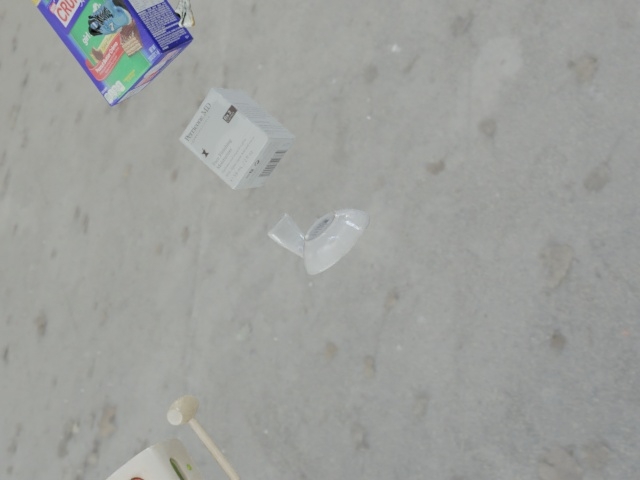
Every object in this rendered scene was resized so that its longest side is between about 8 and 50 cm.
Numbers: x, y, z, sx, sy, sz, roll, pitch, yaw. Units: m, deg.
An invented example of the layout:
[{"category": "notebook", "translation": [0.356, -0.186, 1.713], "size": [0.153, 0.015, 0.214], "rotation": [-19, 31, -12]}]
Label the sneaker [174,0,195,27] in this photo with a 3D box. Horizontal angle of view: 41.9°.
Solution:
[{"category": "sneaker", "translation": [-0.274, -0.461, 1.654], "size": [0.032, 0.037, 0.083], "rotation": [93, 165, -76]}]

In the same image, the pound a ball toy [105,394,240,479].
[{"category": "pound a ball toy", "translation": [-0.244, 0.464, 1.480], "size": [0.208, 0.135, 0.319], "rotation": [-39, 77, 19]}]

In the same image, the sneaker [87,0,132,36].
[{"category": "sneaker", "translation": [-0.438, -0.453, 1.718], "size": [0.063, 0.073, 0.162], "rotation": [59, 155, -6]}]

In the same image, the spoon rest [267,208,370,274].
[{"category": "spoon rest", "translation": [0.000, 0.000, 1.426], "size": [0.137, 0.084, 0.276], "rotation": [-48, 20, -14]}]

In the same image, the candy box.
[{"category": "candy box", "translation": [-0.488, -0.520, 1.951], "size": [0.268, 0.122, 0.317], "rotation": [-29, 98, 45]}]

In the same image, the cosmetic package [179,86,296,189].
[{"category": "cosmetic package", "translation": [-0.188, -0.233, 1.909], "size": [0.183, 0.151, 0.151], "rotation": [41, 110, 13]}]
